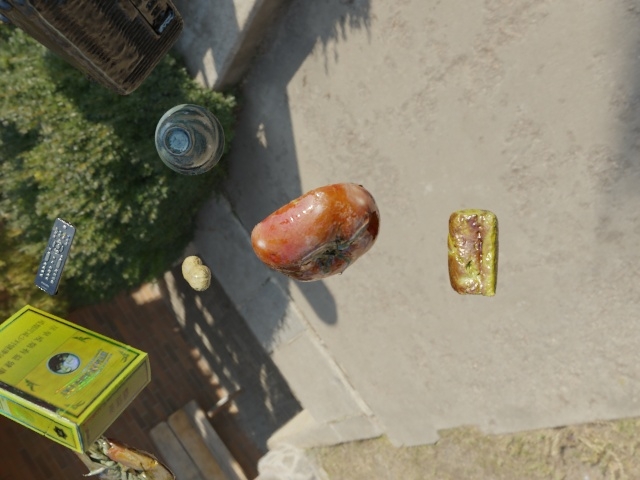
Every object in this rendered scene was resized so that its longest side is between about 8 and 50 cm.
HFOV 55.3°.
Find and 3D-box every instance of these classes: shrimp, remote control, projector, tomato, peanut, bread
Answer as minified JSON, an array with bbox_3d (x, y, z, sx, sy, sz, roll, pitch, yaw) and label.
[{"bbox_3d":[-0.348,0.367,1.029,0.248,0.068,0.150,40,128,-21],"label":"shrimp"},{"bbox_3d":[-0.303,0.018,0.704,0.034,0.016,0.091,30,108,11],"label":"remote control"},{"bbox_3d":[-0.518,-0.507,1.140,0.405,0.242,0.395,36,175,14],"label":"projector"},{"bbox_3d":[0.000,0.000,1.084,0.237,0.236,0.095,118,138,-53],"label":"tomato"},{"bbox_3d":[-0.267,0.069,1.314,0.113,0.053,0.054,44,148,50],"label":"peanut"},{"bbox_3d":[0.319,0.023,1.280,0.103,0.132,0.172,-1,99,5],"label":"bread"}]

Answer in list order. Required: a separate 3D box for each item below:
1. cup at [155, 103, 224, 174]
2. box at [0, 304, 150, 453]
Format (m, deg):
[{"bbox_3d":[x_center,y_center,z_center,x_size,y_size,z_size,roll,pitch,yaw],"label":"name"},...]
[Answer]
[{"bbox_3d":[-0.373,-0.273,1.667,0.199,0.199,0.150,64,-174,-9],"label":"cup"},{"bbox_3d":[-0.363,0.181,0.834,0.219,0.141,0.064,19,127,17],"label":"box"}]
